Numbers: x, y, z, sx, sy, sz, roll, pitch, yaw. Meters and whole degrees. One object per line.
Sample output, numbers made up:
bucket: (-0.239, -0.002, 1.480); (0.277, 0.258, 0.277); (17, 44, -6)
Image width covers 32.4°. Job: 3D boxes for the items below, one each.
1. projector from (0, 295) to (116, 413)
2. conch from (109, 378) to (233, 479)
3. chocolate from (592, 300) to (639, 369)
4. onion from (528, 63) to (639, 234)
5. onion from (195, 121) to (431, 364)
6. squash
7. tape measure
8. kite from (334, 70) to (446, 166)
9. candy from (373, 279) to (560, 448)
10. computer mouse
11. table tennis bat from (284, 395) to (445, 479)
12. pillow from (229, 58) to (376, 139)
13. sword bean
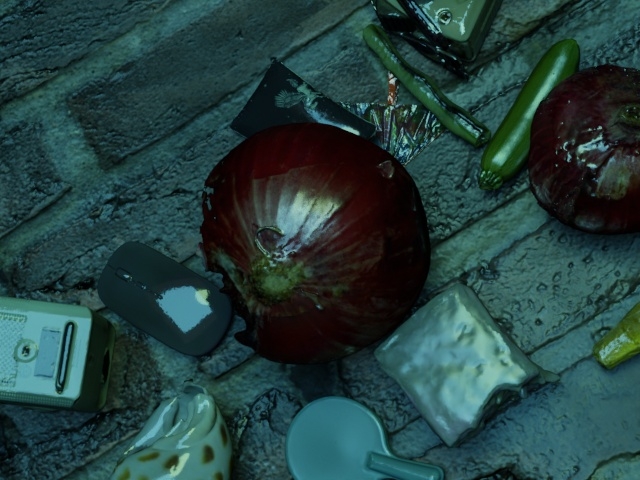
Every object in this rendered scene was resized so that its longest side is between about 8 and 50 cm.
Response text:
projector: (-0.413, 0.174, 1.652); (0.177, 0.242, 0.163); (8, 78, -1)
conch: (-0.220, 0.349, 1.596); (0.275, 0.183, 0.149); (-44, 104, 4)
chocolate: (0.471, 0.104, 1.508); (0.219, 0.086, 0.085); (-38, 71, 8)
onion: (0.403, -0.126, 1.501); (0.252, 0.219, 0.252); (0, 79, 2)
onion: (-0.004, -0.002, 1.523); (0.341, 0.341, 0.341); (-3, 77, 14)
squash: (0.307, -0.181, 1.617); (0.069, 0.069, 0.258); (32, 90, 19)
tape measure: (0.165, -0.407, 1.677); (0.232, 0.133, 0.271); (22, 86, 18)
kite: (0.103, -0.184, 1.703); (0.232, 0.009, 0.189); (2, 78, 16)
candy: (0.197, 0.169, 1.533); (0.185, 0.137, 0.195); (-39, 69, 4)
computer mouse: (-0.246, 0.088, 1.711); (0.232, 0.057, 0.120); (30, 86, 19)
table tennis bat: (0.061, 0.313, 1.589); (0.244, 0.040, 0.152); (13, 82, 21)
pillow: (-0.030, -0.177, 1.714); (0.208, 0.055, 0.141); (39, 96, 20)
sword bean: (0.155, -0.238, 1.678); (0.043, 0.038, 0.269); (-38, 69, -11)
